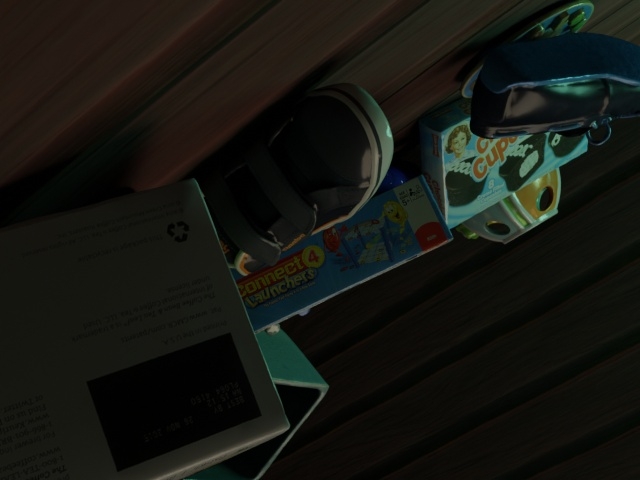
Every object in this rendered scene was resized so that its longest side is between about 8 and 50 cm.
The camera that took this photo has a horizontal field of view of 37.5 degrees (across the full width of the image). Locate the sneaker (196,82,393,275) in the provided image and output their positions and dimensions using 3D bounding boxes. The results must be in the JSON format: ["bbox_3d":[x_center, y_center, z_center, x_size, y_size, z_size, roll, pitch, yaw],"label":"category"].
[{"bbox_3d":[-0.050,-0.043,0.969,0.127,0.126,0.321,-34,178,-35],"label":"sneaker"}]

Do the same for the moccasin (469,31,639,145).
[{"bbox_3d":[0.320,-0.198,1.237,0.342,0.138,0.117,-5,135,-31],"label":"moccasin"}]

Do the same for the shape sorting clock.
[{"bbox_3d":[0.279,-0.254,1.276,0.206,0.040,0.206,-31,174,-4],"label":"shape sorting clock"}]

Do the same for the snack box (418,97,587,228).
[{"bbox_3d":[0.299,-0.166,1.509,0.322,0.060,0.187,-29,131,-23],"label":"snack box"}]

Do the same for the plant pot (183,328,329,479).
[{"bbox_3d":[-0.189,0.222,1.542,0.247,0.252,0.248,15,120,-41],"label":"plant pot"}]

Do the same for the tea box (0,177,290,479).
[{"bbox_3d":[-0.248,0.136,0.797,0.329,0.220,0.323,-17,167,-25],"label":"tea box"}]

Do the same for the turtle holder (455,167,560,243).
[{"bbox_3d":[0.364,-0.105,2.017,0.320,0.227,0.243,-36,173,35],"label":"turtle holder"}]

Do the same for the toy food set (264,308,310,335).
[{"bbox_3d":[-0.098,0.080,1.463,0.232,0.104,0.111,-6,122,-28],"label":"toy food set"}]

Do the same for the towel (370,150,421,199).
[{"bbox_3d":[0.020,-0.065,1.437,0.227,0.076,0.308,-26,177,19],"label":"towel"}]

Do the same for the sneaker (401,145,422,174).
[{"bbox_3d":[0.178,-0.117,1.603,0.111,0.129,0.297,-2,137,-37],"label":"sneaker"}]

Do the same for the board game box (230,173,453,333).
[{"bbox_3d":[0.008,0.024,1.242,0.302,0.086,0.308,-26,179,2],"label":"board game box"}]

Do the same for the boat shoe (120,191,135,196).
[{"bbox_3d":[-0.188,-0.008,0.940,0.048,0.056,0.153,-21,172,-3],"label":"boat shoe"}]
